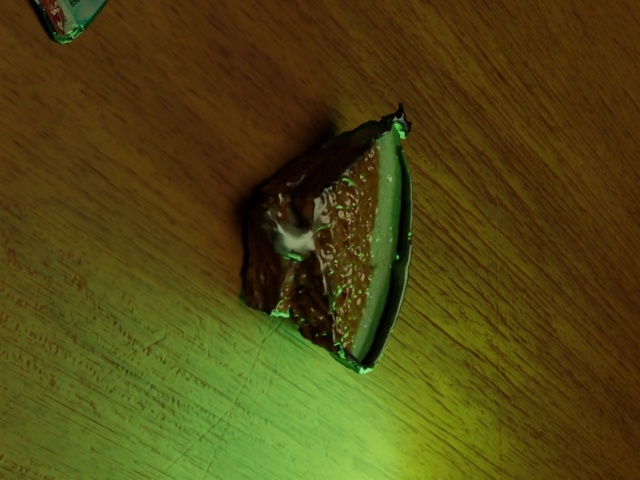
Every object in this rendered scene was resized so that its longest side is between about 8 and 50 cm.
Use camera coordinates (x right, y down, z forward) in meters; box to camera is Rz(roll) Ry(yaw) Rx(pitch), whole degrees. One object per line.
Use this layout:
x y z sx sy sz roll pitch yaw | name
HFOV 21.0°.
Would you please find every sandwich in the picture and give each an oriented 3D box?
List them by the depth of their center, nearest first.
0.007 0.008 1.898 0.212 0.109 0.292 -25 117 -42 | sandwich

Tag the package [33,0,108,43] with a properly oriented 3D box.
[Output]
-0.197 -0.306 1.565 0.232 0.040 0.166 -55 140 -28 | package
